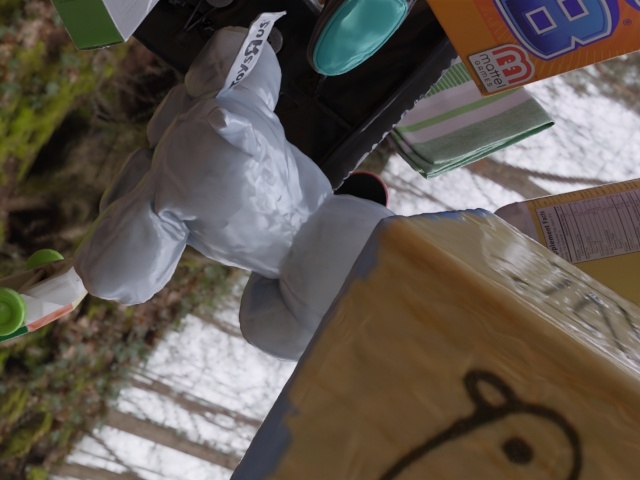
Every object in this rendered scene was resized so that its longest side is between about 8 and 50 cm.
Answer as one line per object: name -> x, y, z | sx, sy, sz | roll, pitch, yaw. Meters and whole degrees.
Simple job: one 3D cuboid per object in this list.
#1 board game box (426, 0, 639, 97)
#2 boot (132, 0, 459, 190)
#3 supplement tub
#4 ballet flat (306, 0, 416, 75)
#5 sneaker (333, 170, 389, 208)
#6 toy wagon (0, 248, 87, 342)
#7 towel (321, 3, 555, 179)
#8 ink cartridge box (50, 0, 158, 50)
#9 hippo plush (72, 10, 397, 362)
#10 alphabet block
board game box -> 0.268, -0.431, 1.125 | 0.356, 0.356, 0.356 | -14, -139, 30
boot -> -0.042, -0.326, 1.407 | 0.367, 0.445, 0.146 | -47, -176, 3
supplement tub -> 0.316, 0.059, 1.235 | 0.331, 0.241, 0.241 | -12, -134, 5
ballet flat -> 0.057, -0.233, 0.968 | 0.203, 0.074, 0.074 | -48, -147, 22
sneaker -> 0.039, 0.040, 1.856 | 0.136, 0.116, 0.314 | 9, 105, -82
toy wagon -> -0.470, 0.100, 1.441 | 0.344, 0.068, 0.267 | -20, -170, 2
towel -> 0.148, -0.245, 1.594 | 0.325, 0.248, 0.038 | 54, -29, 23
ink cartridge box -> -0.232, -0.301, 1.064 | 0.062, 0.209, 0.109 | -3, -140, 28
hippo plush -> -0.024, -0.032, 0.891 | 0.294, 0.236, 0.234 | -39, -157, 45
alphabet block -> 0.093, 0.114, 0.544 | 0.197, 0.193, 0.192 | 34, -74, 17
